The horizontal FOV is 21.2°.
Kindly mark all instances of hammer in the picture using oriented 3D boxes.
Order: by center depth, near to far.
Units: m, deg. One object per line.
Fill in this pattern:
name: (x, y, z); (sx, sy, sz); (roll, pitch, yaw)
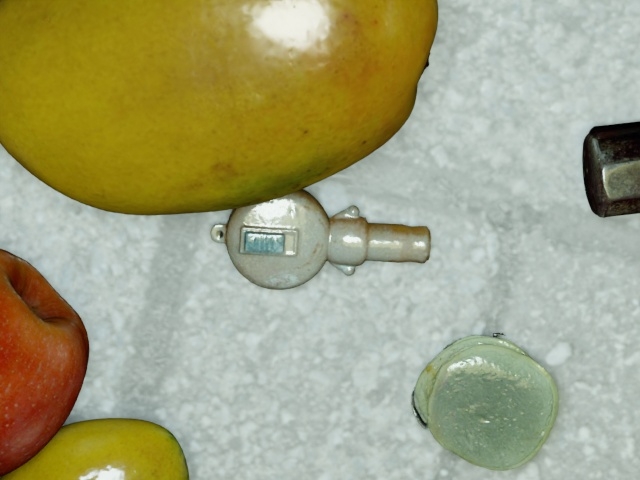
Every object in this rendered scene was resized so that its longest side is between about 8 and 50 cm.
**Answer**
hammer: (0.360, -0.227, 1.660); (0.242, 0.095, 0.408); (-8, 97, 0)

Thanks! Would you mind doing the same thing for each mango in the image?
mango: (-0.110, -0.175, 1.582); (0.446, 0.232, 0.300); (-13, 107, 8)
mango: (-0.247, 0.318, 1.718); (0.211, 0.173, 0.317); (24, 94, -7)

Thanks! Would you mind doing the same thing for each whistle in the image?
whistle: (0.000, 0.000, 1.707); (0.220, 0.057, 0.107); (4, 102, -4)

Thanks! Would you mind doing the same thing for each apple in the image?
apple: (-0.336, 0.119, 1.644); (0.201, 0.218, 0.218); (-42, 100, 10)

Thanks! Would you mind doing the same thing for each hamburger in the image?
hamburger: (0.170, 0.163, 1.744); (0.140, 0.062, 0.133); (23, 105, -8)
